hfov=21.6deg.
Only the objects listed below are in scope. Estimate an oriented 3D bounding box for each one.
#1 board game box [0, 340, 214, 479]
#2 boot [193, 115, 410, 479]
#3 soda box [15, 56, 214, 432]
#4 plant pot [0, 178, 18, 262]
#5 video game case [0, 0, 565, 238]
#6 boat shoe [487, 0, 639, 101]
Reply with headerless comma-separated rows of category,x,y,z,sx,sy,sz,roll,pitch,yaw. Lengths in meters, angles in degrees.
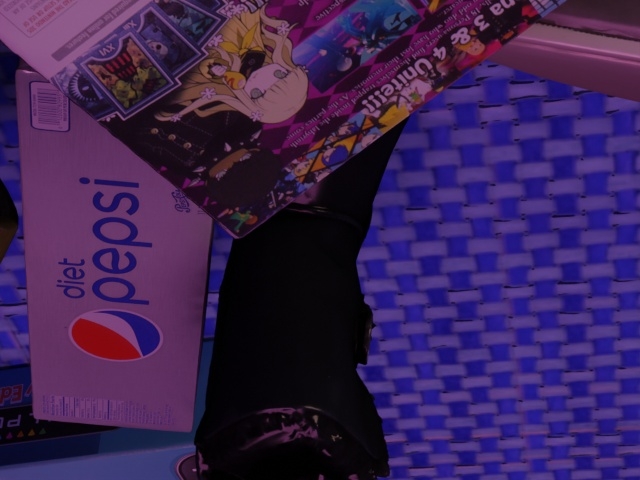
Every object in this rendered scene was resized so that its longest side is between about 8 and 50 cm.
board game box,-0.146,0.180,1.114,0.336,0.079,0.254,-9,142,15
boot,0.000,0.000,0.762,0.094,0.207,0.246,7,142,-6
soda box,-0.097,-0.020,0.831,0.091,0.098,0.286,5,143,-4
plant pot,-0.293,0.039,0.770,0.293,0.275,0.275,-42,132,5
video game case,-0.002,-0.123,0.599,0.232,0.042,0.210,-36,137,12
boat shoe,0.214,-0.101,0.731,0.335,0.096,0.112,9,178,-3
